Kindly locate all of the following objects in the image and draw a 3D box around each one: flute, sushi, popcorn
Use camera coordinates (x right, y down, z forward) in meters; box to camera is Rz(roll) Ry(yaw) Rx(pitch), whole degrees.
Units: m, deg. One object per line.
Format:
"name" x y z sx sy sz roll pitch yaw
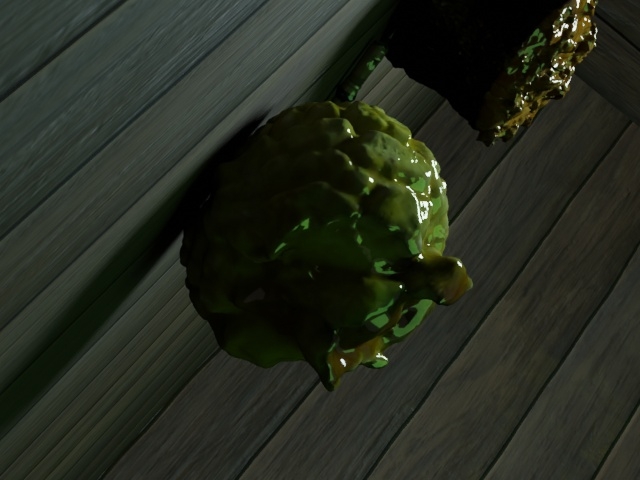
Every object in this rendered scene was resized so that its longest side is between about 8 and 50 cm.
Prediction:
"flute" 0.006 -0.137 1.824 0.233 0.027 0.027 -52 177 29
"sushi" 0.214 -0.257 1.775 0.234 0.207 0.348 -43 174 -10
"popcorn" 0.000 0.000 1.478 0.224 0.270 0.258 -52 136 -58
